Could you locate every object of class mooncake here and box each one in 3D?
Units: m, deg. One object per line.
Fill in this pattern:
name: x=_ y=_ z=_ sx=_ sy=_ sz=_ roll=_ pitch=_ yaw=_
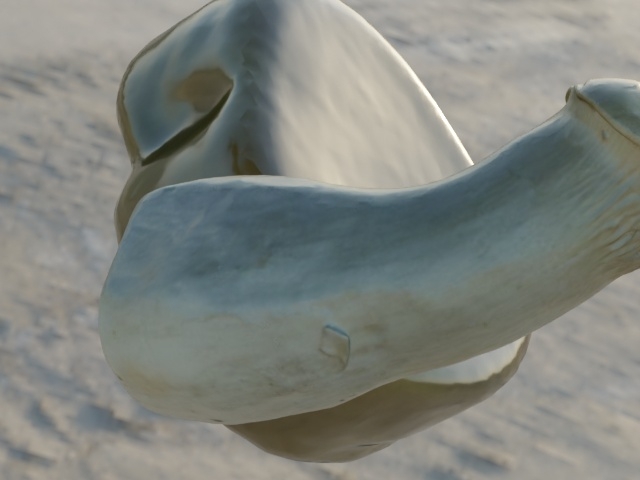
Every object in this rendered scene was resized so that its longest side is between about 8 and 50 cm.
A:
mooncake: x=0.000 y=0.000 z=0.886 sx=0.235 sy=0.117 sz=0.235 roll=42 pitch=31 yaw=-32

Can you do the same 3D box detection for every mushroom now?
mushroom: x=0.032 y=0.005 z=0.634 sx=0.223 sy=0.081 sz=0.092 roll=-16 pitch=35 yaw=19
